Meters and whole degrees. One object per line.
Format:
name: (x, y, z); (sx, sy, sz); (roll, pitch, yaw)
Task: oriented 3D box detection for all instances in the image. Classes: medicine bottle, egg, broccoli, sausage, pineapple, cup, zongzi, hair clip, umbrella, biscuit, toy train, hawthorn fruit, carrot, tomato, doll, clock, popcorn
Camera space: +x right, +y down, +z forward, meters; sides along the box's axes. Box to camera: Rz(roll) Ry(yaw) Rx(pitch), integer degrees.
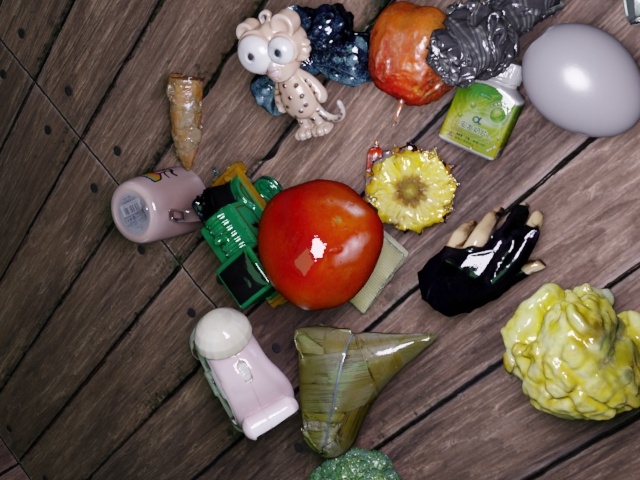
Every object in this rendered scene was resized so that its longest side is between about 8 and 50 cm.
medicine bottle: (0.338, -0.274, 1.265); (0.132, 0.088, 0.188); (29, 116, 20)
egg: (0.478, -0.286, 1.131); (0.232, 0.176, 0.176); (40, 119, 11)
broccoli: (0.094, 0.661, 1.577); (0.270, 0.270, 0.270); (-43, 44, 31)
sausage: (0.127, -0.157, 1.443); (0.050, 0.048, 0.145); (-146, 56, -62)
pineapple: (0.204, -0.120, 1.384); (0.225, 0.076, 0.225); (6, 112, 15)
cup: (-0.411, -0.087, 1.675); (0.253, 0.200, 0.191); (13, 109, 26)
zongzi: (0.118, 0.367, 1.520); (0.360, 0.160, 0.323); (-4, 92, 23)
hair clip: (-0.026, -0.412, 1.382); (0.310, 0.194, 0.206); (-13, 103, 30)
umbrella: (0.346, -0.394, 1.114); (0.337, 0.128, 0.154); (-27, 68, -6)
biscuit: (0.117, 0.067, 1.511); (0.121, 0.040, 0.199); (42, 121, 17)
toy train: (-0.173, -0.002, 1.533); (0.178, 0.249, 0.429); (-39, 83, 32)
hawthorn fruit: (0.184, -0.343, 1.260); (0.207, 0.207, 0.243); (23, 97, 23)
carrot: (-0.356, -0.309, 1.658); (0.102, 0.102, 0.263); (17, 117, 25)
tomato: (0.000, 0.000, 1.366); (0.298, 0.298, 0.226); (55, 156, 6)
doll: (-0.059, -0.336, 1.276); (0.154, 0.119, 0.278); (-16, 119, 37)
clock: (-0.218, 0.335, 1.639); (0.326, 0.184, 0.342); (57, 156, 3)
popcorn: (0.503, 0.208, 1.217); (0.293, 0.293, 0.237); (63, 158, 1)

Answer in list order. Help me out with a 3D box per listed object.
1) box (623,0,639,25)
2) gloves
box: (0.572, -0.497, 1.039); (0.135, 0.163, 0.243); (-8, 98, 22)
gloves: (0.354, 0.046, 1.325); (0.197, 0.152, 0.301); (34, 106, -13)
